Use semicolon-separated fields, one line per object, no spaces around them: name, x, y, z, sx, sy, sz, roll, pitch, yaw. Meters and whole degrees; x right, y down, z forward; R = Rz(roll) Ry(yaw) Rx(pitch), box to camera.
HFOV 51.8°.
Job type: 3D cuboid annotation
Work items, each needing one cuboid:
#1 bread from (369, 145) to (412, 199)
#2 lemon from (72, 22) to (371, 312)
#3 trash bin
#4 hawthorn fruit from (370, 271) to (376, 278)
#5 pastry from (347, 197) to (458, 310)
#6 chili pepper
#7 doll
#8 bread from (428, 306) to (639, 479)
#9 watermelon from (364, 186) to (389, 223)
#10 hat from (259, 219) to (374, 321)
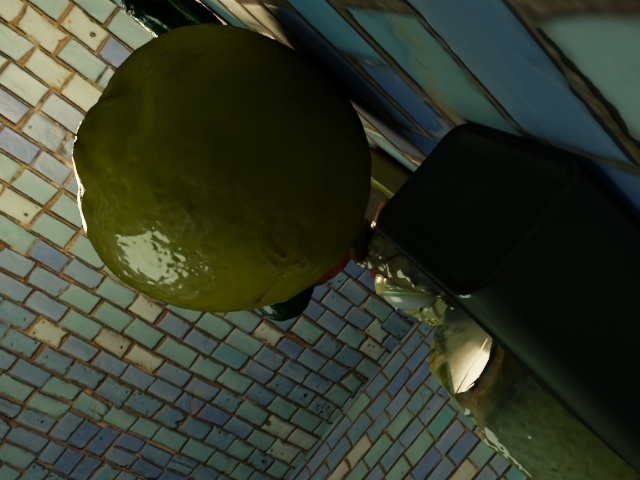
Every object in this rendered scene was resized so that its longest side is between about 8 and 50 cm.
bread;0.153;-0.058;1.003;0.226;0.049;0.088;39;-177;20
lemon;-0.105;-0.077;0.759;0.348;0.348;0.348;39;-177;-3
trash bin;0.173;0.039;0.485;0.240;0.122;0.164;39;-176;-26
hawthorn fruit;0.177;0.022;1.252;0.189;0.189;0.189;39;-177;-3
pastry;0.143;0.010;0.848;0.229;0.100;0.218;23;-166;20
chili pepper;-0.196;-0.305;0.990;0.257;0.100;0.074;41;178;-1
doll;0.170;0.082;1.057;0.141;0.117;0.296;4;180;32
bread;0.299;0.191;0.877;0.264;0.239;0.395;38;-177;-12
watermelon;0.008;-0.114;1.187;0.193;0.232;0.310;36;-131;-15
hat;0.000;0.000;1.520;0.285;0.400;0.285;36;-173;-5
